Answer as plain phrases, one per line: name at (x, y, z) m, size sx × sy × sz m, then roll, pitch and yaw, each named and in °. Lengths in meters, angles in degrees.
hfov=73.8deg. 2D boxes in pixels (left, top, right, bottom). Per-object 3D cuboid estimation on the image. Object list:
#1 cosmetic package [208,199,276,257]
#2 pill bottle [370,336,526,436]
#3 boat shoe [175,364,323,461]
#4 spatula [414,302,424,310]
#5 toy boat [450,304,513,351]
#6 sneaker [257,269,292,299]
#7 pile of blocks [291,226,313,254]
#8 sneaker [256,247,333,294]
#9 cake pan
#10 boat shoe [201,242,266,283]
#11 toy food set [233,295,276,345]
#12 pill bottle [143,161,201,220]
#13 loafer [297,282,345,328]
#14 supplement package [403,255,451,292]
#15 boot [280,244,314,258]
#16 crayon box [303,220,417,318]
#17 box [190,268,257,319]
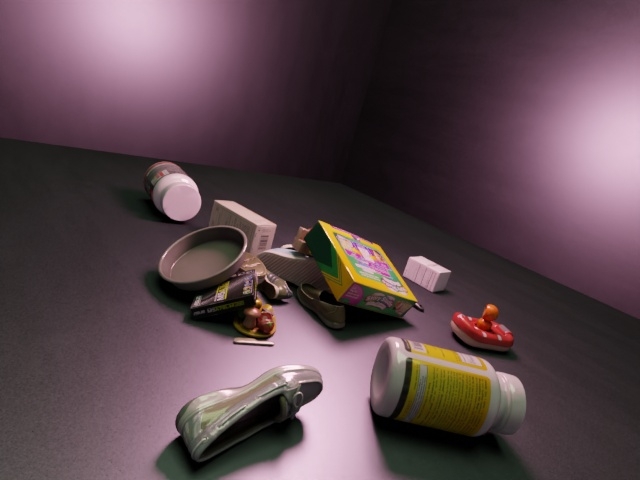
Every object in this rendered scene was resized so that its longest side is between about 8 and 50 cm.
cosmetic package at (-0.345, -0.051, 1.847) m, size 0.310 × 0.160 × 0.113 m, roll 30°, pitch 21°, yaw 37°
pill bottle at (0.303, 0.361, 1.033) m, size 0.334 × 0.187 × 0.188 m, roll 15°, pitch 17°, yaw -4°
boat shoe at (-0.120, 0.342, 0.859) m, size 0.321 × 0.118 × 0.103 m, roll -3°, pitch 30°, yaw -38°
spatula at (0.325, 0.215, 1.804) m, size 0.084 × 0.030 × 0.296 m, roll 0°, pitch 23°, yaw -39°
toy boat at (0.597, 0.302, 1.552) m, size 0.231 × 0.151 × 0.151 m, roll 12°, pitch 17°, yaw -13°
sneaker at (-0.165, 0.156, 1.512) m, size 0.086 × 0.064 × 0.192 m, roll 14°, pitch 15°, yaw -34°
pile of blocks at (0.000, 0.000, 1.733) m, size 0.149 × 0.112 × 0.362 m, roll 25°, pitch 6°, yaw 11°
sneaker at (-0.059, 0.103, 1.645) m, size 0.366 × 0.135 × 0.150 m, roll 21°, pitch 20°, yaw 14°
cake pan at (-0.374, 0.056, 1.382) m, size 0.294 × 0.054 × 0.293 m, roll -9°, pitch 36°, yaw 6°
boat shoe at (-0.313, 0.091, 1.503) m, size 0.302 × 0.103 × 0.113 m, roll 25°, pitch 22°, yaw 30°
toy food set at (-0.186, 0.220, 1.254) m, size 0.128 × 0.071 × 0.218 m, roll 12°, pitch 17°, yaw -13°
pill bottle at (-0.704, -0.235, 2.030) m, size 0.210 × 0.210 × 0.363 m, roll 4°, pitch 20°, yaw -34°
loafer at (0.010, 0.203, 1.457) m, size 0.094 × 0.087 × 0.251 m, roll 2°, pitch 21°, yaw -39°
supplement package at (0.504, 0.157, 2.022) m, size 0.105 × 0.105 × 0.179 m, roll 0°, pitch 23°, yaw -44°
boot at (-0.092, 0.051, 1.876) m, size 0.244 × 0.088 × 0.176 m, roll 15°, pitch 14°, yaw -31°
crayon box at (0.146, 0.109, 1.557) m, size 0.363 × 0.106 × 0.313 m, roll 21°, pitch 29°, yaw -41°
box at (-0.285, 0.158, 1.291) m, size 0.184 × 0.045 × 0.190 m, roll -11°, pitch 20°, yaw -2°
